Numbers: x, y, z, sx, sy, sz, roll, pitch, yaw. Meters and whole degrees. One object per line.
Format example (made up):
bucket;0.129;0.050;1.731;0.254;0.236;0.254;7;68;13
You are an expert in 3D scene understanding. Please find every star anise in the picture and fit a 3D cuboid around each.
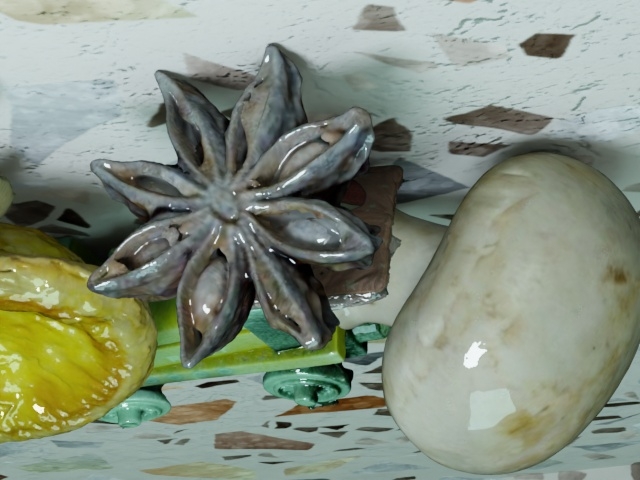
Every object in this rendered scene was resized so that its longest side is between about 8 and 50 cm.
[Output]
star anise;-0.056;-0.014;1.167;0.223;0.236;0.109;-8;160;15

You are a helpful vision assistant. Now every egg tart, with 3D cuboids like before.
egg tart;-0.301;0.073;1.382;0.319;0.128;0.319;-8;147;-5

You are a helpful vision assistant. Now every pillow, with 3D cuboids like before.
pillow;0.000;0.000;1.300;0.135;0.049;0.248;-3;-157;7

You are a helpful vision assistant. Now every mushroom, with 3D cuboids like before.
mushroom;0.137;0.048;1.395;0.290;0.297;0.297;27;171;21

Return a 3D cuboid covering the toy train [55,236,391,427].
toy train;-0.135;0.078;1.577;0.397;0.160;0.253;-9;155;19

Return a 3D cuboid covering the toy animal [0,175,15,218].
toy animal;-0.312;-0.054;1.223;0.186;0.093;0.214;-19;164;-50
